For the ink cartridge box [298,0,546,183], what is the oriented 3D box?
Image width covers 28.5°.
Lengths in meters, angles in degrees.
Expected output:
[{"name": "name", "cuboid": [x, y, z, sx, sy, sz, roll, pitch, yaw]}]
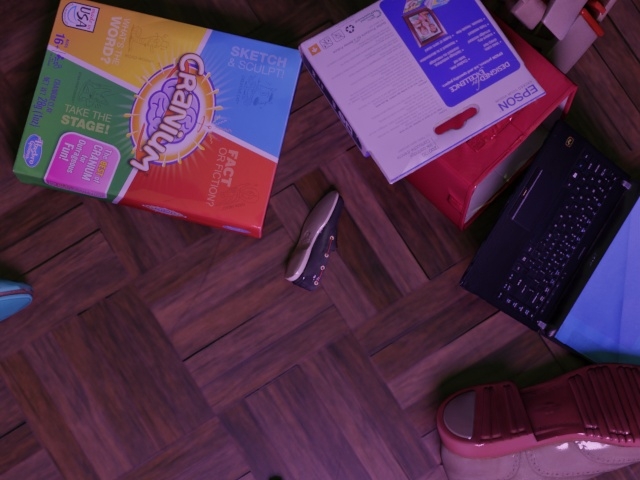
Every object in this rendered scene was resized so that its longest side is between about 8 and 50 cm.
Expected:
[{"name": "ink cartridge box", "cuboid": [0.114, -0.186, 1.431, 0.206, 0.045, 0.208, -30, 69, -4]}]

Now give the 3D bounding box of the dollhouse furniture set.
[{"name": "dollhouse furniture set", "cuboid": [0.248, -0.336, 1.567, 0.259, 0.262, 0.135, 35, 90, -38]}]

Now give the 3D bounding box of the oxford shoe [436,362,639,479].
[{"name": "oxford shoe", "cuboid": [0.315, 0.236, 1.536, 0.348, 0.130, 0.123, -3, 40, 3]}]

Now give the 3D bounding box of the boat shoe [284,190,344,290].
[{"name": "boat shoe", "cuboid": [-0.001, 0.000, 1.594, 0.042, 0.049, 0.133, 32, 71, -26]}]

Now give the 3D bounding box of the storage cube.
[{"name": "storage cube", "cuboid": [0.172, -0.157, 1.548, 0.184, 0.215, 0.193, -44, 79, -8]}]

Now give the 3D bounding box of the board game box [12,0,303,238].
[{"name": "board game box", "cuboid": [-0.200, -0.157, 1.597, 0.317, 0.064, 0.242, 13, 80, -1]}]

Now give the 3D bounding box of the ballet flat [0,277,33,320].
[{"name": "ballet flat", "cuboid": [-0.477, 0.086, 1.534, 0.247, 0.083, 0.087, -26, 69, -9]}]

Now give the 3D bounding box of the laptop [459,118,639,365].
[{"name": "laptop", "cuboid": [0.343, 0.024, 1.535, 0.264, 0.136, 0.234, 31, 90, -40]}]
